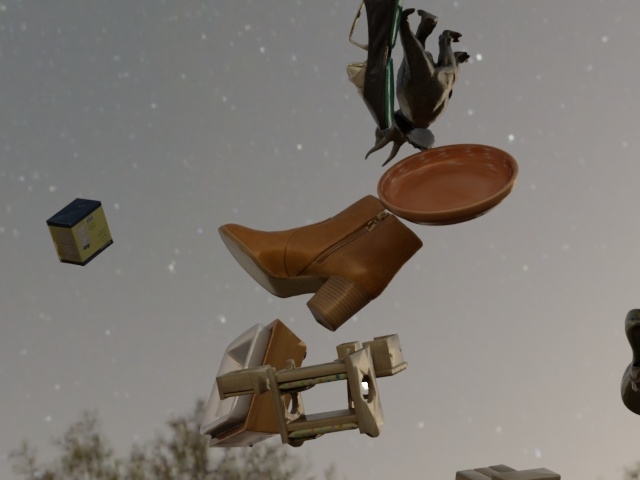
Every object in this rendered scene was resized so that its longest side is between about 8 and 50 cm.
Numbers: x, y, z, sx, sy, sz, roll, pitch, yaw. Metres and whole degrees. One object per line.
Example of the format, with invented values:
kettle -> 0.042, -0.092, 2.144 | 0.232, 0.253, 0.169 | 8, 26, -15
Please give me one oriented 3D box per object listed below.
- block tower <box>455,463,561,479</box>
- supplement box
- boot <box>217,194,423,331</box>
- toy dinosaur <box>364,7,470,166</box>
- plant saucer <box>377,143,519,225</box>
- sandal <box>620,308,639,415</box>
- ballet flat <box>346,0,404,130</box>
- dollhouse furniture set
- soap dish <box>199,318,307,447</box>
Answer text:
block tower -> 0.206, 0.431, 1.375 | 0.091, 0.335, 0.097 | 1, 9, -38
supplement box -> -0.406, -0.014, 1.942 | 0.056, 0.083, 0.083 | 8, -55, 31
boot -> 0.000, 0.000, 1.797 | 0.211, 0.295, 0.104 | -45, -35, -16
toy dinosaur -> 0.151, -0.225, 1.648 | 0.121, 0.160, 0.313 | 12, -18, 0
plant saucer -> 0.180, -0.075, 1.613 | 0.200, 0.200, 0.037 | -15, -60, -4
sandal -> 0.447, 0.171, 1.473 | 0.120, 0.086, 0.303 | 3, -32, 14
ballet flat -> 0.071, -0.250, 1.534 | 0.074, 0.074, 0.203 | -3, -73, -24
dollhouse furniture set -> -0.002, 0.188, 1.405 | 0.182, 0.101, 0.161 | -12, 0, 26
soap dish -> -0.136, 0.300, 2.315 | 0.118, 0.229, 0.291 | 22, -22, -13
